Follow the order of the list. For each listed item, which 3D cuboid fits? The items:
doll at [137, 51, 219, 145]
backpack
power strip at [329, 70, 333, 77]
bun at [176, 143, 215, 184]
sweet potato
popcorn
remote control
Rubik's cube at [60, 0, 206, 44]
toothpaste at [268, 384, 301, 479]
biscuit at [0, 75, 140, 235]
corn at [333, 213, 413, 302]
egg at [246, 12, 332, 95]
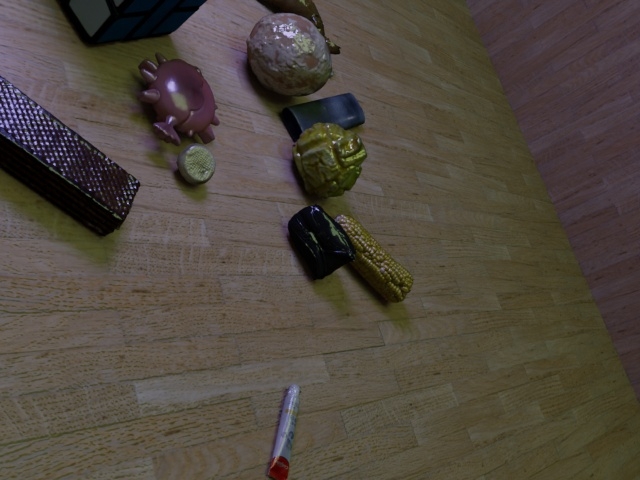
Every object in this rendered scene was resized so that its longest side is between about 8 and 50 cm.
[{"bbox_3d":[-0.294,-0.295,1.443,0.211,0.093,0.262,39,39,-34],"label":"doll"},{"bbox_3d":[0.002,-0.003,1.600,0.165,0.119,0.106,61,13,1],"label":"backpack"},{"bbox_3d":[0.005,-0.520,2.057,0.090,0.016,0.040,14,54,-48],"label":"power strip"},{"bbox_3d":[-0.260,-0.156,1.418,0.086,0.054,0.086,2,86,-39],"label":"bun"},{"bbox_3d":[-0.056,-0.660,2.014,0.310,0.098,0.124,40,46,-22],"label":"sweet potato"},{"bbox_3d":[0.019,-0.204,1.725,0.188,0.167,0.186,80,-17,-52],"label":"popcorn"},{"bbox_3d":[0.017,-0.348,1.926,0.107,0.044,0.377,58,34,0],"label":"remote control"},{"bbox_3d":[-0.378,-0.599,1.387,0.283,0.288,0.294,-32,94,-55],"label":"Rubik's cube"},{"bbox_3d":[-0.065,0.366,1.316,0.048,0.031,0.191,41,41,-32],"label":"toothpaste"},{"bbox_3d":[-0.478,-0.160,1.127,0.388,0.073,0.107,40,38,-28],"label":"biscuit"},{"bbox_3d":[0.128,0.044,1.736,0.292,0.101,0.101,48,36,-20],"label":"corn"},{"bbox_3d":[-0.077,-0.473,1.757,0.245,0.203,0.204,30,45,-36],"label":"egg"}]
